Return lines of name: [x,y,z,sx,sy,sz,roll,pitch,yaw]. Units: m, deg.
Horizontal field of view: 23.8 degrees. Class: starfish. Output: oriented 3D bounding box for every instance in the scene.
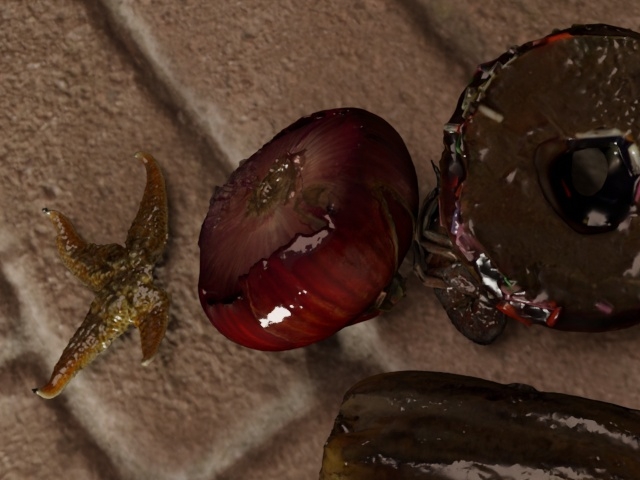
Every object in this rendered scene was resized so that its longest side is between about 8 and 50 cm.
starfish: [-0.208,0.033,1.491,0.138,0.050,0.247,-13,56,17]

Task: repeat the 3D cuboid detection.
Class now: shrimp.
shrimp: [0.124,0.006,1.357,0.073,0.075,0.190,-41,46,38]

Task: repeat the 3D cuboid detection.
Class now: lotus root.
lotus root: [0.147,0.187,1.261,0.329,0.078,0.167,3,70,23]

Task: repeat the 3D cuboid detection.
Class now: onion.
onion: [-0.010,-0.006,1.356,0.248,0.161,0.248,-20,38,17]

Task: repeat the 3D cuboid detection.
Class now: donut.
donut: [0.223,-0.050,1.272,0.270,0.103,0.269,0,88,-2]

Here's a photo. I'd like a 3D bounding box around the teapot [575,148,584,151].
teapot: [0.231,-0.130,1.376,0.121,0.076,0.068,-10,51,-13]
